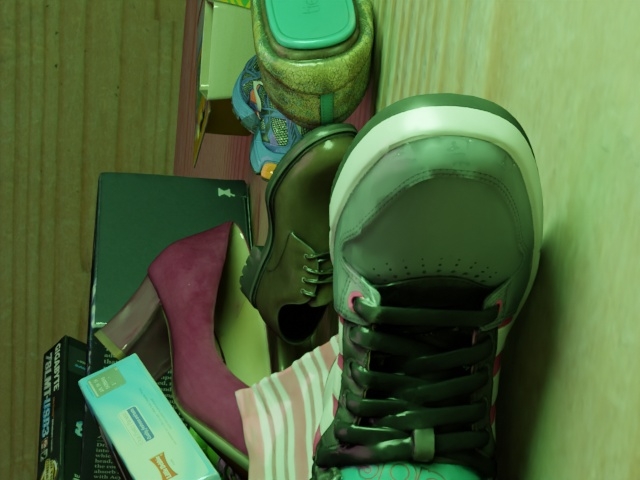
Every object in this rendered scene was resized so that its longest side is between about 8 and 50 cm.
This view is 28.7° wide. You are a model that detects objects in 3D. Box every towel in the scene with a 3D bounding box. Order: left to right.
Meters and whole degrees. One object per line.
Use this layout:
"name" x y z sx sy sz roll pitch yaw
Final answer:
"towel" 0.001 0.143 0.887 0.197 0.029 0.144 -36 50 45

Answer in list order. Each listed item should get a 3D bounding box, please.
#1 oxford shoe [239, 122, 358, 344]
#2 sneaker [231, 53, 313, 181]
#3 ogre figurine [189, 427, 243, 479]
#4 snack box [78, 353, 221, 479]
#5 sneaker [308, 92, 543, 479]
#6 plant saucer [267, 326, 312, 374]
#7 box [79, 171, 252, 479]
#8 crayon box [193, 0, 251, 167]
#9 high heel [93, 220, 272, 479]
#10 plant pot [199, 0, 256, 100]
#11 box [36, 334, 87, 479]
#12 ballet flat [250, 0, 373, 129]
"oxford shoe" 0.000 0.000 1.037 0.096 0.082 0.227 58 148 35
"sneaker" -0.030 -0.135 1.227 0.221 0.083 0.087 -113 41 -55
"ogre figurine" -0.107 0.251 1.247 0.197 0.096 0.118 82 163 -52
"snack box" -0.100 0.271 1.052 0.187 0.060 0.322 42 154 54
"sneaker" 0.045 0.090 0.593 0.296 0.123 0.178 93 177 -48
"plant saucer" -0.047 0.178 1.284 0.278 0.041 0.278 -177 90 -78
"box" -0.218 0.151 1.727 0.294 0.211 0.396 -98 16 -47
"crayon box" -0.116 -0.277 1.653 0.203 0.083 0.323 124 148 -70
"high heel" -0.054 0.099 1.106 0.377 0.181 0.127 33 164 43
"plant pot" -0.083 -0.217 1.429 0.109 0.096 0.109 -128 41 -73
"box" -0.300 0.328 1.941 0.073 0.295 0.293 -39 38 27
"ballet flat" -0.016 -0.230 1.068 0.123 0.123 0.349 105 164 -47
